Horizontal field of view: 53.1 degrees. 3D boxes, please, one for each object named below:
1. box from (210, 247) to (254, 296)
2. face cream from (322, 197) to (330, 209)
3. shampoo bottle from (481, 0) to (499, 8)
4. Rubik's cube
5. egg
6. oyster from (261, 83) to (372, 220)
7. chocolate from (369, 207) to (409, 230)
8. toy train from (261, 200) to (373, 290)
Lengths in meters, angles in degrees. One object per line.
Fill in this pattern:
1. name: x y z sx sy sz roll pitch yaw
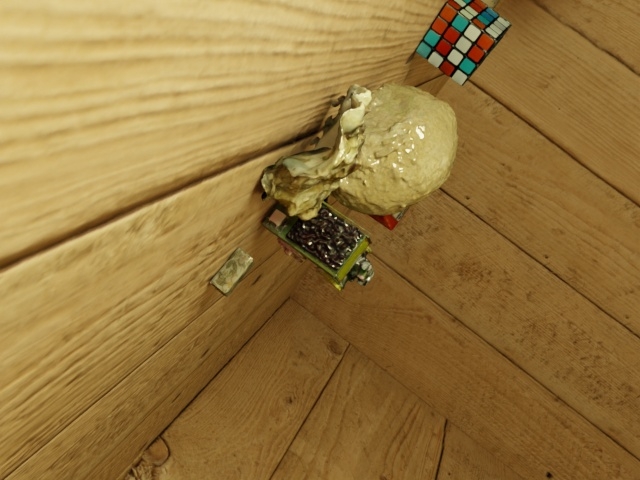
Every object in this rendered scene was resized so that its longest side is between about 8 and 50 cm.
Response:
1. box: -0.181 0.066 1.323 0.098 0.045 0.062 -50 175 -9
2. face cream: -0.022 -0.067 1.731 0.078 0.078 0.273 -50 175 -27
3. shampoo bottle: 0.477 -0.702 1.782 0.127 0.078 0.257 -46 173 -26
4. Rubik's cube: 0.359 -0.509 1.606 0.154 0.155 0.151 -47 174 -45
5. egg: 0.151 -0.190 1.371 0.310 0.279 0.279 -40 175 -4
6. oyster: 0.000 -0.135 1.107 0.238 0.115 0.351 -50 175 -30
7. chocolate: 0.158 -0.189 1.659 0.237 0.235 0.108 -52 165 -1
8. toy train: 0.000 0.000 1.385 0.134 0.261 0.177 -53 163 -5
